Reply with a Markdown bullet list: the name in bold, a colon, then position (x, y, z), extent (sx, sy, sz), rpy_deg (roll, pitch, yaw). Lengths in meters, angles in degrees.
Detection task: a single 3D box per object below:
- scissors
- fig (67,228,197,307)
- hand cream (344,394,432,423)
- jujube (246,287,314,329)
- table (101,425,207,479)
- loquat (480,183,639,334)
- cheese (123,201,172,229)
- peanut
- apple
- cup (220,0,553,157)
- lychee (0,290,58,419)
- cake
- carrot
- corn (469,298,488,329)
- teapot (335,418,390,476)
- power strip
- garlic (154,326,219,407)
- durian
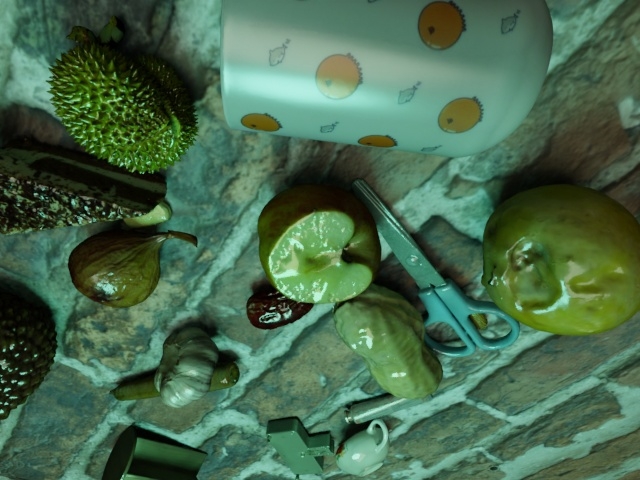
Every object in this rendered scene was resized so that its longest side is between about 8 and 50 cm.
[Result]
- **scissors**: position (0.188, 0.062, 0.752), extent (0.193, 0.029, 0.447), rpy_deg (-23, 118, 35)
- **fig**: position (-0.312, 0.022, 0.703), extent (0.201, 0.146, 0.133), rpy_deg (-36, 73, 14)
- **hand cream**: position (0.158, 0.390, 0.991), extent (0.210, 0.043, 0.067), rpy_deg (-20, 129, 10)
- **jujube**: position (-0.076, 0.125, 0.795), extent (0.130, 0.077, 0.077), rpy_deg (-16, 123, 2)
- **table**: position (-0.430, 0.609, 1.109), extent (0.227, 0.167, 0.167), rpy_deg (31, 121, -29)
- **loquat**: position (0.360, 0.027, 0.624), extent (0.244, 0.243, 0.243), rpy_deg (1, 125, 2)
- **cheese**: position (-0.296, -0.043, 0.709), extent (0.084, 0.030, 0.044), rpy_deg (-12, 121, 14)
- **peanut**: position (0.136, 0.199, 0.798), extent (0.149, 0.149, 0.313), rpy_deg (-21, 121, 16)
- **apple**: position (0.000, 0.000, 0.648), extent (0.174, 0.160, 0.195), rpy_deg (-16, 125, 17)
- **cup**: position (0.067, -0.208, 0.470), extent (0.318, 0.212, 0.212), rpy_deg (8, 125, -4)
- **lychee**: position (-0.646, 0.238, 0.783), extent (0.272, 0.271, 0.271), rpy_deg (1, 125, 2)
- **cake**: position (-0.376, -0.057, 0.657), extent (0.246, 0.112, 0.135), rpy_deg (15, 127, -12)
- **carrot**: position (-0.336, 0.322, 0.948), extent (0.343, 0.070, 0.070), rpy_deg (-14, 123, 18)
- **corn**: position (0.307, 0.146, 0.818), extent (0.028, 0.027, 0.083), rpy_deg (-12, 126, 36)
- **teapot**: position (0.112, 0.519, 1.038), extent (0.145, 0.092, 0.226), rpy_deg (-1, 135, -37)
- **power strip**: position (-0.038, 0.545, 1.092), extent (0.145, 0.061, 0.215), rpy_deg (-15, 124, 14)
- **garlic**: position (-0.267, 0.255, 0.848), extent (0.147, 0.159, 0.102), rpy_deg (-44, 130, 14)
- **durian**: position (-0.259, -0.170, 0.540), extent (0.198, 0.159, 0.146), rpy_deg (36, 120, -19)
